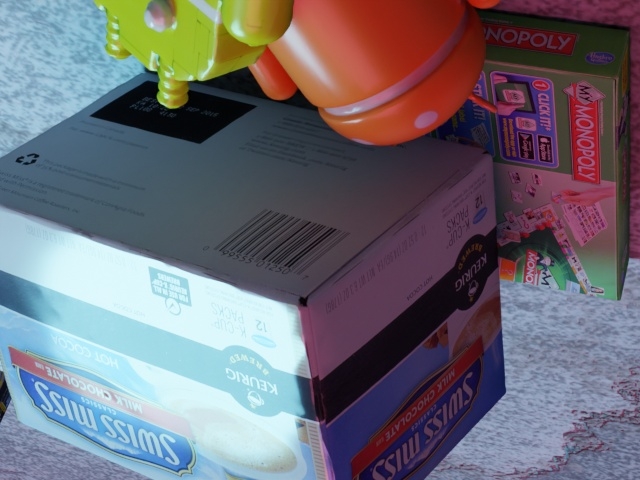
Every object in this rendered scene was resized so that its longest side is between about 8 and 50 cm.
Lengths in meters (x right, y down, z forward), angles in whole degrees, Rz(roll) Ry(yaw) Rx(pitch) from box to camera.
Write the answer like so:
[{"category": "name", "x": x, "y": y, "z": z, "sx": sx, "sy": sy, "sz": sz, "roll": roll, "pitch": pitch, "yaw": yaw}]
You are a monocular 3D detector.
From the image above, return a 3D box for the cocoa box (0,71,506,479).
[{"category": "cocoa box", "x": -0.064, "y": 0.042, "z": 1.179, "sx": 0.347, "sy": 0.231, "sz": 0.228, "roll": 16, "pitch": 128, "yaw": 34}]

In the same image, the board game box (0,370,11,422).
[{"category": "board game box", "x": -0.417, "y": 0.159, "z": 1.859, "sx": 0.048, "sy": 0.141, "sz": 0.170, "roll": 14, "pitch": 153, "yaw": 15}]

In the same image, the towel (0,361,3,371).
[{"category": "towel", "x": -0.401, "y": 0.009, "z": 1.603, "sx": 0.284, "sy": 0.121, "sz": 0.235, "roll": 19, "pitch": 151, "yaw": 3}]

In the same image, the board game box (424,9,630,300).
[{"category": "board game box", "x": 0.132, "y": -0.063, "z": 1.204, "sx": 0.213, "sy": 0.046, "sz": 0.317, "roll": 10, "pitch": 152, "yaw": 16}]

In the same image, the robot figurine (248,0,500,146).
[{"category": "robot figurine", "x": 0.025, "y": -0.152, "z": 0.993, "sx": 0.219, "sy": 0.158, "sz": 0.128, "roll": 52, "pitch": 177, "yaw": -27}]

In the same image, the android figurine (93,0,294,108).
[{"category": "android figurine", "x": -0.093, "y": -0.208, "z": 0.924, "sx": 0.248, "sy": 0.056, "sz": 0.273, "roll": 44, "pitch": 140, "yaw": 31}]
